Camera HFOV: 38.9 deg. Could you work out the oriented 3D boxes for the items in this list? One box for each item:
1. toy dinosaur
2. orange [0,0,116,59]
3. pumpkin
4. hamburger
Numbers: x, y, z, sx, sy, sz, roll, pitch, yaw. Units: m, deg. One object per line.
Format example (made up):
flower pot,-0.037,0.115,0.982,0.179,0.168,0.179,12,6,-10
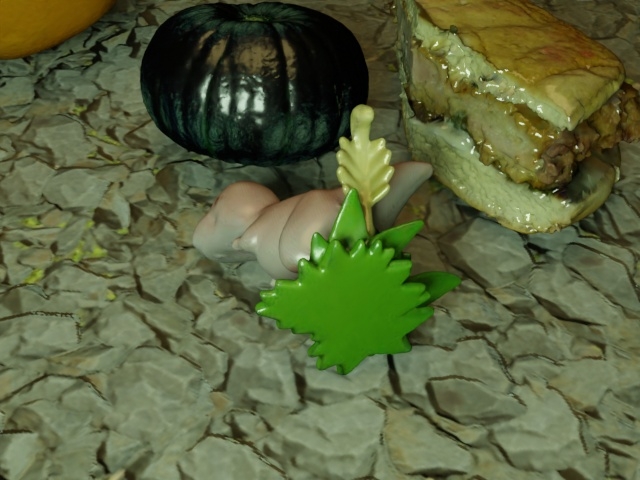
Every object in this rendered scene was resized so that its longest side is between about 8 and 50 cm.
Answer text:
toy dinosaur,0.006,0.003,0.676,0.194,0.152,0.177,-39,41,17
orange,-0.326,-0.329,0.884,0.312,0.312,0.312,1,43,-1
pumpkin,-0.057,-0.136,0.802,0.202,0.140,0.202,1,26,-1
hamburger,0.158,-0.134,0.793,0.245,0.155,0.282,11,40,5
